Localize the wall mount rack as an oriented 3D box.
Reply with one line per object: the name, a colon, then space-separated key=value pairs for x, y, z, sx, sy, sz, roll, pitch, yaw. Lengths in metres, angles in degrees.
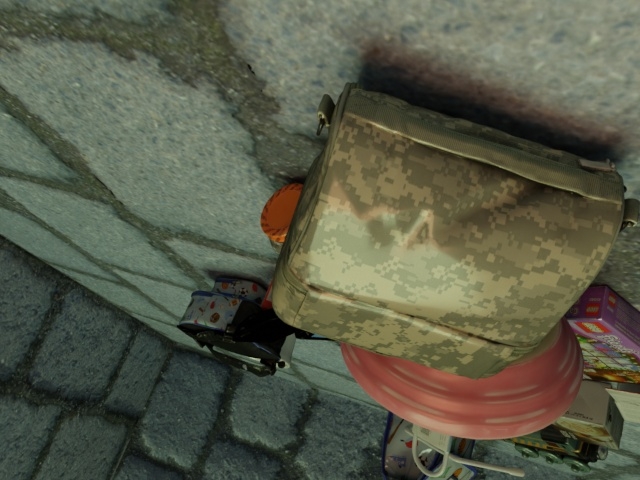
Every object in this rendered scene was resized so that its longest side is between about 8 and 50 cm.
wall mount rack: x=0.358 y=0.428 z=1.383 sx=0.130 sy=0.350 sz=0.304 roll=-2 pitch=-168 yaw=-41

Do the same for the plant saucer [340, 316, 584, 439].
plant saucer: x=0.194 y=0.117 z=0.775 sx=0.332 sy=0.332 sz=0.084 roll=13 pitch=124 yaw=19

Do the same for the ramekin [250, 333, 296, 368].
ramekin: x=-0.204 y=0.296 z=1.782 sx=0.277 sy=0.135 sz=0.277 roll=19 pitch=159 yaw=7

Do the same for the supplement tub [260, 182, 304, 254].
supplement tub: x=0.000 y=0.000 z=0.864 sx=0.117 sy=0.117 sz=0.190 roll=3 pitch=154 yaw=39

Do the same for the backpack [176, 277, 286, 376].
backpack: x=-0.242 y=0.219 z=1.522 sx=0.263 sy=0.213 sz=0.276 roll=-1 pitch=146 yaw=28

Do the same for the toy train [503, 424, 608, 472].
toy train: x=0.685 y=0.586 z=1.694 sx=0.190 sy=0.142 sz=0.334 roll=43 pitch=154 yaw=-21

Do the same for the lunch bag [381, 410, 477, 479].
lunch bag: x=0.344 y=0.616 z=1.713 sx=0.238 sy=0.386 sz=0.328 roll=6 pitch=155 yaw=35

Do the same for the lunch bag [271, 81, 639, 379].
lunch bag: x=0.121 y=-0.013 z=0.585 sx=0.305 sy=0.213 sz=0.256 roll=18 pitch=145 yaw=-2

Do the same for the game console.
game console: x=-0.020 y=0.209 z=1.344 sx=0.361 sy=0.044 sz=0.213 roll=9 pitch=153 yaw=-36

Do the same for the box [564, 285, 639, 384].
box: x=0.455 y=0.166 z=0.937 sx=0.293 sy=0.057 sz=0.201 roll=31 pitch=156 yaw=-27

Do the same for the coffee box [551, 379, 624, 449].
coffee box: x=0.628 y=0.410 z=1.330 sx=0.141 sy=0.098 sz=0.246 roll=5 pitch=154 yaw=37

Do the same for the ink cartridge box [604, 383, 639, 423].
ink cartridge box: x=0.720 y=0.314 z=1.048 sx=0.296 sy=0.066 sz=0.261 roll=3 pitch=153 yaw=38

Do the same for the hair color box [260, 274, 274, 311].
hair color box: x=-0.099 y=0.151 z=1.375 sx=0.053 sy=0.093 sz=0.167 roll=17 pitch=159 yaw=9
